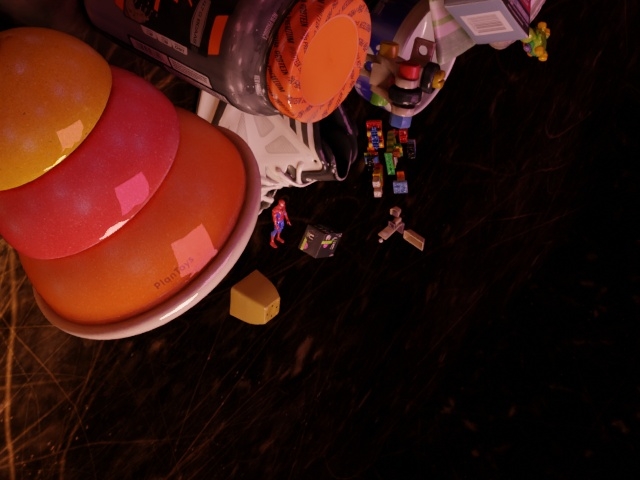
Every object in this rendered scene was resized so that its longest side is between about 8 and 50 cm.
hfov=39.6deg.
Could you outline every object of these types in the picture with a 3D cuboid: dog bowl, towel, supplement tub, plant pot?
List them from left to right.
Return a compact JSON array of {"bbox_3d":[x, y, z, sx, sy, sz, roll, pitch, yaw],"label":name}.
[{"bbox_3d":[-0.118,-0.289,1.119,0.207,0.338,0.207,-43,150,-32],"label":"supplement tub"},{"bbox_3d":[-0.131,0.127,1.855,0.081,0.083,0.081,-37,146,-39],"label":"plant pot"},{"bbox_3d":[0.183,-0.395,1.842,0.265,0.104,0.264,-43,150,-32],"label":"dog bowl"},{"bbox_3d":[0.251,-0.530,1.723,0.248,0.038,0.324,-38,122,-50],"label":"towel"}]

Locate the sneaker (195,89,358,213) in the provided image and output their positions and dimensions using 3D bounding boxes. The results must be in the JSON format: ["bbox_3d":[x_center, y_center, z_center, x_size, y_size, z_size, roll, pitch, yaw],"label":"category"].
[{"bbox_3d":[-0.097,-0.100,1.461,0.169,0.258,0.447,-24,138,-52],"label":"sneaker"}]

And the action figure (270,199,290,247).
[{"bbox_3d":[-0.084,-0.038,1.830,0.038,0.030,0.115,-32,142,-36],"label":"action figure"}]

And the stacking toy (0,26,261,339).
[{"bbox_3d":[-0.315,-0.136,1.050,0.350,0.351,0.480,-52,137,-16],"label":"stacking toy"}]

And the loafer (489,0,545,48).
[{"bbox_3d":[0.513,-0.625,2.213,0.319,0.112,0.111,-56,161,11],"label":"loafer"}]

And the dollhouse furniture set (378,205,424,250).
[{"bbox_3d":[0.209,-0.013,2.304,0.081,0.114,0.091,-40,152,-27],"label":"dollhouse furniture set"}]

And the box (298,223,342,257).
[{"bbox_3d":[0.000,0.000,1.997,0.083,0.052,0.062,-7,123,-61],"label":"box"}]

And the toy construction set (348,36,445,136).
[{"bbox_3d":[0.096,-0.349,1.626,0.237,0.258,0.308,-36,117,-51],"label":"toy construction set"}]

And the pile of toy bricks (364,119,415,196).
[{"bbox_3d":[0.162,-0.209,2.033,0.105,0.118,0.212,-81,165,-45],"label":"pile of toy bricks"}]

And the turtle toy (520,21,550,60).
[{"bbox_3d":[0.594,-0.558,2.472,0.130,0.066,0.095,19,77,-62],"label":"turtle toy"}]

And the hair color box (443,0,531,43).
[{"bbox_3d":[0.328,-0.587,1.689,0.185,0.114,0.374,22,70,-59],"label":"hair color box"}]
